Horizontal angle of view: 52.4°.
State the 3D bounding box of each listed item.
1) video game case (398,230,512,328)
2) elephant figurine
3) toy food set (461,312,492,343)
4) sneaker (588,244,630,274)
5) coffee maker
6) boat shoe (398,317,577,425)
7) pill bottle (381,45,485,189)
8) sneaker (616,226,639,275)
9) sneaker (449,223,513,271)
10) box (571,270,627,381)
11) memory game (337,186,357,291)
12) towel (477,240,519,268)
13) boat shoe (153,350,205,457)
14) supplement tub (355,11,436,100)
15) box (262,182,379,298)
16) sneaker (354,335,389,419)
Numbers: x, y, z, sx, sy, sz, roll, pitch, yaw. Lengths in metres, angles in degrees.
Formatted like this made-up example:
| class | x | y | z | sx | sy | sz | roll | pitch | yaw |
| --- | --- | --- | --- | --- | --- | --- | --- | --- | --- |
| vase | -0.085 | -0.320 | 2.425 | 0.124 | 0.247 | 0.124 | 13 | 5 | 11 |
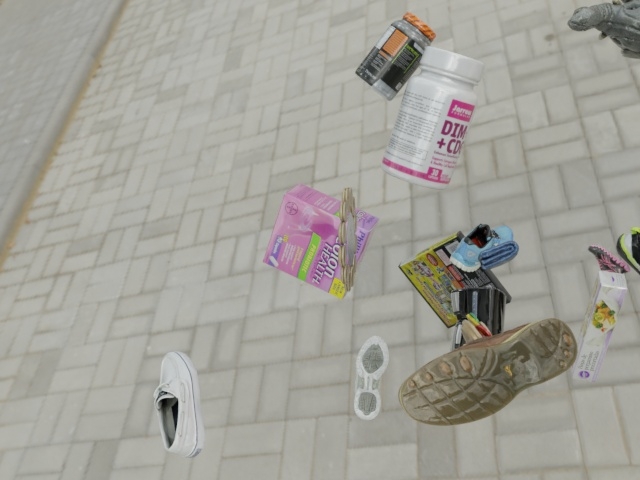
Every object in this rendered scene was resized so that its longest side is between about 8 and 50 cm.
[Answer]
| class | x | y | z | sx | sy | sz | roll | pitch | yaw |
| --- | --- | --- | --- | --- | --- | --- | --- | --- | --- |
| video game case | 0.422 | 0.130 | 2.058 | 0.248 | 0.275 | 0.035 | -32 | 11 | 39 |
| elephant figurine | 0.548 | -0.354 | 1.080 | 0.186 | 0.169 | 0.239 | -16 | 18 | 39 |
| toy food set | 0.174 | 0.115 | 0.674 | 0.020 | 0.082 | 0.083 | -31 | 23 | -1 |
| sneaker | 0.750 | 0.059 | 1.712 | 0.119 | 0.047 | 0.057 | 42 | 96 | 29 |
| coffee maker | 0.377 | 0.201 | 1.469 | 0.171 | 0.120 | 0.178 | 4 | 74 | 9 |
| boat shoe | 0.153 | 0.125 | 0.610 | 0.178 | 0.060 | 0.064 | -19 | 83 | -14 |
| pill bottle | 0.248 | -0.267 | 1.427 | 0.160 | 0.160 | 0.283 | 32 | 112 | 44 |
| sneaker | 0.838 | 0.056 | 1.600 | 0.084 | 0.235 | 0.097 | -57 | 8 | -33 |
| sneaker | 0.308 | 0.003 | 1.193 | 0.162 | 0.073 | 0.063 | -23 | 49 | -40 |
| box | 0.709 | 0.225 | 1.666 | 0.063 | 0.323 | 0.067 | 9 | 36 | 13 |
| memory game | 0.048 | -0.002 | 1.140 | 0.012 | 0.186 | 0.186 | 0 | 49 | 10 |
| towel | 0.293 | 0.026 | 1.066 | 0.067 | 0.119 | 0.029 | -24 | 79 | 11 |
| boat shoe | -0.317 | 0.344 | 1.414 | 0.095 | 0.084 | 0.258 | -43 | 47 | 17 |
| supplement tub | 0.182 | -0.441 | 1.558 | 0.190 | 0.117 | 0.117 | -50 | 41 | 13 |
| box | 0.000 | 0.000 | 1.728 | 0.243 | 0.213 | 0.117 | 25 | 26 | 9 |
| sneaker | 0.131 | 0.384 | 1.830 | 0.090 | 0.115 | 0.232 | 14 | 76 | -1 |
